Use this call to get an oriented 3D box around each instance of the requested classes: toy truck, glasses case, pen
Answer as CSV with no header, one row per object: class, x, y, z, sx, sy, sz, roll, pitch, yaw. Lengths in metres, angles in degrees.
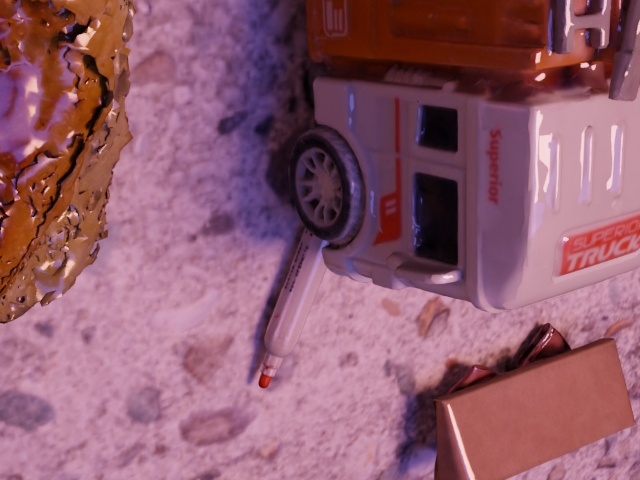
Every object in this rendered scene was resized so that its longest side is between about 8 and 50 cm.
toy truck,0.097,-0.154,0.497,0.173,0.207,0.387,-14,111,-32
glasses case,0.160,0.130,0.791,0.193,0.070,0.102,-15,90,-28
pen,0.000,0.000,0.633,0.026,0.026,0.218,13,102,-39

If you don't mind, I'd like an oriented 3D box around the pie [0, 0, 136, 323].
pie,-0.198,-0.089,0.412,0.308,0.085,0.308,-14,117,-30
